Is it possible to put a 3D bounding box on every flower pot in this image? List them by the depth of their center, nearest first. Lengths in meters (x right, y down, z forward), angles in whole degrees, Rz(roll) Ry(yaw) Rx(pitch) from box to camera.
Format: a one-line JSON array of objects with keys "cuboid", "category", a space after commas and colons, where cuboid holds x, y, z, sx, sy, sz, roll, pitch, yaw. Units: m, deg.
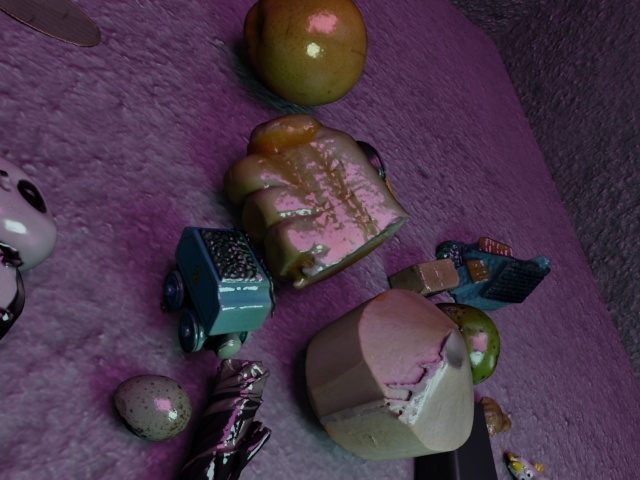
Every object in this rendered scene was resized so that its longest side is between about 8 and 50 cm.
[{"cuboid": [0.072, -0.164, 1.135, 0.107, 0.157, 0.157, -23, 83, -35], "category": "flower pot"}]

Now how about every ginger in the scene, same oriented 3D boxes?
[{"cuboid": [0.449, 0.458, 1.177, 0.165, 0.067, 0.096, 23, 51, -50], "category": "ginger"}]

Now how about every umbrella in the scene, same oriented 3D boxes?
[{"cuboid": [-0.156, 0.341, 0.628, 0.106, 0.113, 0.357, 27, 54, -11], "category": "umbrella"}]

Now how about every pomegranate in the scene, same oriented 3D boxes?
[{"cuboid": [0.327, 0.266, 1.092, 0.263, 0.211, 0.211, 69, 26, -44], "category": "pomegranate"}]

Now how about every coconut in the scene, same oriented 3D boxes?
[{"cuboid": [0.138, 0.245, 0.827, 0.323, 0.323, 0.323, 24, 51, -33], "category": "coconut"}]

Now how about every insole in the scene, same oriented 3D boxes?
[{"cuboid": [-0.563, -0.455, 0.788, 0.348, 0.009, 0.119, 28, 49, -30], "category": "insole"}]

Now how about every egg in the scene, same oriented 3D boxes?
[{"cuboid": [-0.234, 0.232, 0.629, 0.110, 0.085, 0.085, 31, 47, -23], "category": "egg"}]

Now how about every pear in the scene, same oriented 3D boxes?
[{"cuboid": [-0.036, -0.491, 1.123, 0.314, 0.314, 0.314, 24, 51, -33], "category": "pear"}]

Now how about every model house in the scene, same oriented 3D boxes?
[{"cuboid": [0.535, 0.073, 1.365, 0.261, 0.241, 0.226, 11, 61, -40], "category": "model house"}]

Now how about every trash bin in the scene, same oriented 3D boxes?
[{"cuboid": [0.295, 0.470, 0.987, 0.165, 0.115, 0.225, 31, 44, -26], "category": "trash bin"}]

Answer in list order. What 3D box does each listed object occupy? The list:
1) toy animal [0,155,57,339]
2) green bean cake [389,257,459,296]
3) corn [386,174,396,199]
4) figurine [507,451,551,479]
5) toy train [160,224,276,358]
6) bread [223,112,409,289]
[{"cuboid": [-0.425, -0.001, 0.524, 0.187, 0.165, 0.235, 37, 43, -40], "category": "toy animal"}, {"cuboid": [0.276, 0.106, 1.187, 0.179, 0.109, 0.085, -3, 68, -46], "category": "green bean cake"}, {"cuboid": [0.172, -0.134, 1.264, 0.067, 0.067, 0.206, 10, 59, -41], "category": "corn"}, {"cuboid": [0.548, 0.622, 1.163, 0.178, 0.109, 0.129, 36, 19, -23], "category": "figurine"}, {"cuboid": [-0.165, 0.076, 0.710, 0.112, 0.163, 0.203, 0, 41, -41], "category": "toy train"}, {"cuboid": [-0.033, -0.086, 0.934, 0.300, 0.210, 0.341, -34, 85, -27], "category": "bread"}]
